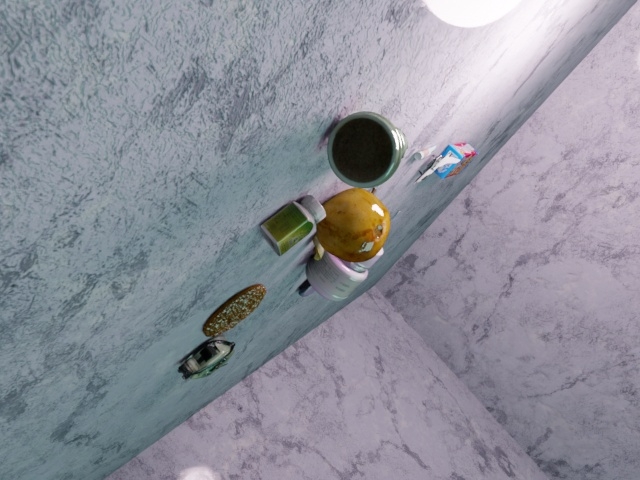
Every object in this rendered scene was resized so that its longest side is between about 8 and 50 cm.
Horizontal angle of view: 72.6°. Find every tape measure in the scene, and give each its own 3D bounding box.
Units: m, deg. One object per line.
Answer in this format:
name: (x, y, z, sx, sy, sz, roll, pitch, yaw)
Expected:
tape measure: (-0.470, 0.504, 1.867, 0.207, 0.115, 0.235, -39, 165, -2)

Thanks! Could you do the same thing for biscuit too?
biscuit: (-0.334, 0.285, 1.735, 0.305, 0.038, 0.305, -39, 165, -13)

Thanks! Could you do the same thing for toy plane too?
toy plane: (0.540, -0.358, 2.079, 0.234, 0.082, 0.160, -26, 165, 17)

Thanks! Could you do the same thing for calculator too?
calculator: (-0.002, 0.188, 2.280, 0.293, 0.051, 0.173, -46, 163, 13)

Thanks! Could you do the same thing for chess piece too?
chess piece: (0.154, -0.258, 1.211, 0.194, 0.194, 0.299, -50, 173, 27)

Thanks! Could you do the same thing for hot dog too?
hot dog: (-0.001, 0.000, 1.733, 0.078, 0.061, 0.169, -109, -139, -73)

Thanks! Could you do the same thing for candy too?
candy: (0.698, -0.417, 2.259, 0.306, 0.100, 0.157, -22, 155, -55)

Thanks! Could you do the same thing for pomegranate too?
pomegranate: (0.108, -0.056, 1.519, 0.264, 0.264, 0.264, -39, 165, -13)

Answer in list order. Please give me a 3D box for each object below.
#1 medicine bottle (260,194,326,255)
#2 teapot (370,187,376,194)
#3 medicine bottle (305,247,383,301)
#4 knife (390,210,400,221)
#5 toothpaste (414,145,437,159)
medicine bottle: (-0.082, -0.052, 1.333, 0.188, 0.088, 0.132, -38, 164, -12)
teapot: (0.190, -0.169, 1.786, 0.080, 0.085, 0.110, 19, 90, -48)
medicine bottle: (0.105, 0.093, 1.909, 0.302, 0.241, 0.241, -49, 164, 25)
knife: (0.432, -0.142, 2.533, 0.096, 0.010, 0.027, -49, 165, 33)
toothpaste: (0.461, -0.381, 1.892, 0.205, 0.036, 0.056, -28, 161, -53)
